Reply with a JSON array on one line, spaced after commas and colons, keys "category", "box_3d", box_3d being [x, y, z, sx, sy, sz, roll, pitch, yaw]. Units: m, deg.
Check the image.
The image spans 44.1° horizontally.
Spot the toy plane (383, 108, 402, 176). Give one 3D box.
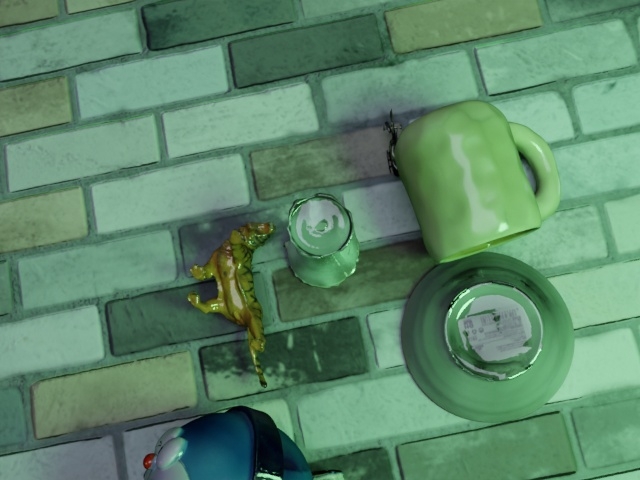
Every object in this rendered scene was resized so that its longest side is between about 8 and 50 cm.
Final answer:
[{"category": "toy plane", "box_3d": [0.120, -0.148, 1.255, 0.031, 0.049, 0.120, -9, 77, 0]}]

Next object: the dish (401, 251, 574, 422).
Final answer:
[{"category": "dish", "box_3d": [0.251, 0.136, 1.165, 0.260, 0.085, 0.260, -1, 77, 3]}]

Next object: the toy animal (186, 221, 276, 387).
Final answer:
[{"category": "toy animal", "box_3d": [-0.120, 0.098, 1.199, 0.114, 0.116, 0.255, -14, 81, 24]}]

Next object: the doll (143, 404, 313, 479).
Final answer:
[{"category": "doll", "box_3d": [-0.138, 0.372, 1.041, 0.240, 0.284, 0.309, 20, 85, -20]}]

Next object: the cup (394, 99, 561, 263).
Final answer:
[{"category": "cup", "box_3d": [0.250, -0.099, 1.162, 0.255, 0.173, 0.202, -17, 81, -7]}]

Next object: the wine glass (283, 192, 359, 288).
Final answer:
[{"category": "wine glass", "box_3d": [0.000, 0.000, 1.160, 0.122, 0.183, 0.122, -1, 78, 4]}]

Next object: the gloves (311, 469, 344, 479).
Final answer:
[{"category": "gloves", "box_3d": [0.017, 0.438, 1.112, 0.119, 0.097, 0.229, -21, 80, 29]}]
